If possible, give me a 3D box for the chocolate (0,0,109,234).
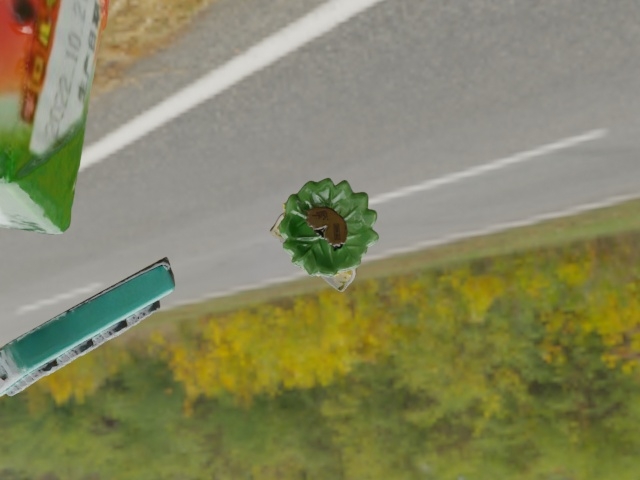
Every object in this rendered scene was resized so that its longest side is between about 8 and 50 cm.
[{"bbox_3d":[-0.382,-0.202,1.069,0.360,0.341,0.161,9,174,0],"label":"chocolate"}]

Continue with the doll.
[{"bbox_3d":[0.007,-0.009,0.941,0.077,0.078,0.113,-50,177,-1],"label":"doll"}]

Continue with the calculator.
[{"bbox_3d":[-0.308,0.118,1.499,0.248,0.058,0.274,-31,-179,-33],"label":"calculator"}]
